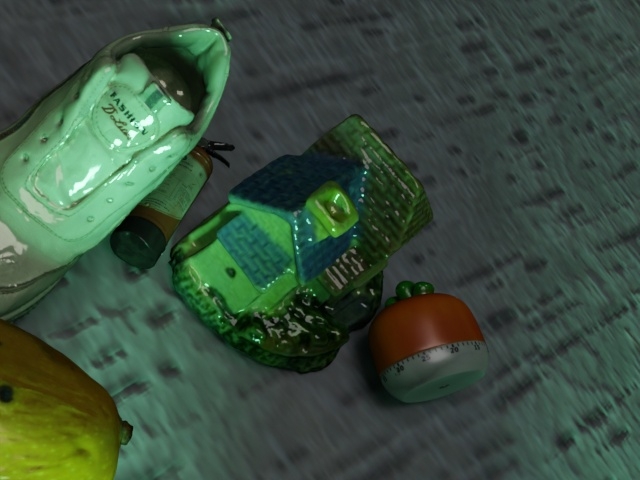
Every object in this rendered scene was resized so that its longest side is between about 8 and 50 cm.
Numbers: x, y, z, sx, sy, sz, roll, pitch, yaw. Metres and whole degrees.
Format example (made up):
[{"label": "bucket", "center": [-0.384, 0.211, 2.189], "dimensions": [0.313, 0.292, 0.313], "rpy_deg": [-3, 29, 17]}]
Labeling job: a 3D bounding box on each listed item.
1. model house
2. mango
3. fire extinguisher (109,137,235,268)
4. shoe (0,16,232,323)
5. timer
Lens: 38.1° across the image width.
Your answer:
[{"label": "model house", "center": [0.000, 0.000, 0.882], "dimensions": [0.195, 0.189, 0.214], "rpy_deg": [51, 45, 6]}, {"label": "mango", "center": [-0.306, 0.122, 0.613], "dimensions": [0.360, 0.144, 0.186], "rpy_deg": [15, 64, -21]}, {"label": "fire extinguisher", "center": [-0.141, -0.047, 0.905], "dimensions": [0.062, 0.050, 0.177], "rpy_deg": [24, 48, 3]}, {"label": "shoe", "center": [-0.196, -0.074, 0.765], "dimensions": [0.132, 0.211, 0.342], "rpy_deg": [46, 46, -12]}, {"label": "timer", "center": [0.105, 0.099, 0.958], "dimensions": [0.136, 0.099, 0.136], "rpy_deg": [30, 35, -23]}]
